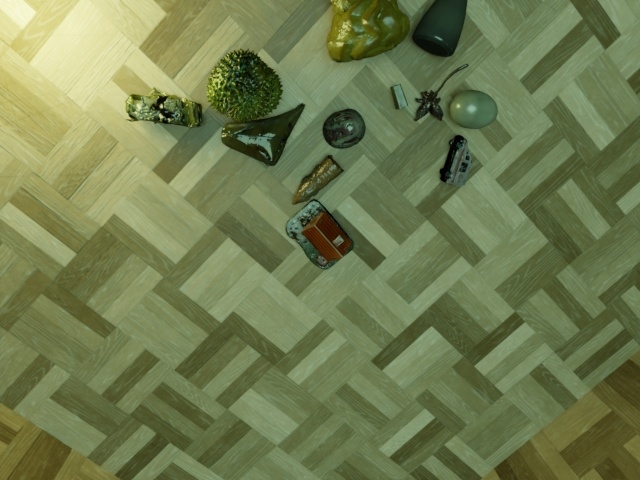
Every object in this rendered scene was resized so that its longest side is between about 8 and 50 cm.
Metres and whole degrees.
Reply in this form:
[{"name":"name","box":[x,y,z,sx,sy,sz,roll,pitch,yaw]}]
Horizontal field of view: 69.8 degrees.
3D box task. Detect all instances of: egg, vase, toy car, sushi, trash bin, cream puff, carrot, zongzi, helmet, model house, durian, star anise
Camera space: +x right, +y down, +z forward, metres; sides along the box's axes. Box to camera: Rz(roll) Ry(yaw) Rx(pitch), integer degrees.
[{"name":"egg","box":[0.622,-0.526,1.855,0.209,0.151,0.151,7,107,-22]},{"name":"vase","box":[0.491,-0.883,1.734,0.173,0.173,0.321,22,99,-11]},{"name":"toy car","box":[0.586,-0.336,1.945,0.108,0.089,0.210,11,108,-9]},{"name":"sushi","box":[-0.604,-0.513,1.770,0.290,0.131,0.139,7,108,1]},{"name":"trash bin","box":[0.318,-0.583,1.860,0.042,0.061,0.092,-20,106,2]},{"name":"cream puff","box":[0.159,-0.805,1.671,0.323,0.274,0.270,-20,117,-2]},{"name":"carrot","box":[-0.023,-0.239,1.921,0.263,0.102,0.102,-43,106,10]},{"name":"zongzi","box":[-0.234,-0.469,1.826,0.260,0.123,0.289,24,93,-9]},{"name":"helmet","box":[0.101,-0.447,1.860,0.176,0.107,0.153,-23,110,2]},{"name":"model house","box":[0.001,0.000,1.965,0.207,0.154,0.294,-40,107,6]},{"name":"durian","box":[-0.289,-0.581,1.713,0.290,0.225,0.291,2,70,-6]},{"name":"star anise","box":[0.480,-0.566,1.806,0.148,0.227,0.219,35,90,-7]}]
